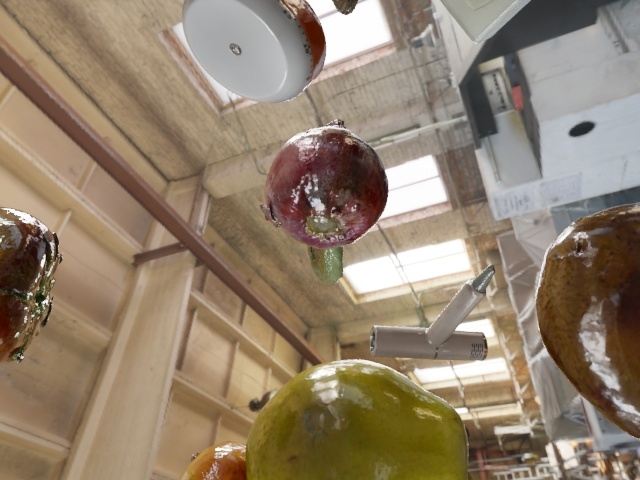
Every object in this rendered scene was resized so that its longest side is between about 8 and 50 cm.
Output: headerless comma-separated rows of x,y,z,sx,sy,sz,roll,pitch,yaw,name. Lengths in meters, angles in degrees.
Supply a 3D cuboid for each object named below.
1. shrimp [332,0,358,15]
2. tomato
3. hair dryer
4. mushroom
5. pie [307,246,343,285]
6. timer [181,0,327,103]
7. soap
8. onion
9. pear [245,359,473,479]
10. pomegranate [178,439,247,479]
0.005,-0.388,0.632,0.223,0.048,0.126,52,-140,-51,shrimp
-0.622,0.080,0.901,0.303,0.239,0.303,-166,90,-75,tomato
0.190,0.119,0.790,0.220,0.195,0.053,98,173,-47,hair dryer
0.371,0.098,0.538,0.254,0.268,0.267,57,-154,-52,mushroom
0.000,0.000,0.973,0.187,0.041,0.186,169,90,-75,pie
-0.054,-0.195,0.473,0.136,0.099,0.136,33,-142,-30,timer
0.254,-0.381,0.685,0.064,0.183,0.121,-33,-94,-41,soap
0.012,-0.087,0.656,0.159,0.160,0.194,57,-148,-43,onion
0.039,0.343,0.815,0.191,0.387,0.340,57,-154,-44,pear
-0.187,0.501,0.975,0.209,0.209,0.208,-15,-90,-71,pomegranate
